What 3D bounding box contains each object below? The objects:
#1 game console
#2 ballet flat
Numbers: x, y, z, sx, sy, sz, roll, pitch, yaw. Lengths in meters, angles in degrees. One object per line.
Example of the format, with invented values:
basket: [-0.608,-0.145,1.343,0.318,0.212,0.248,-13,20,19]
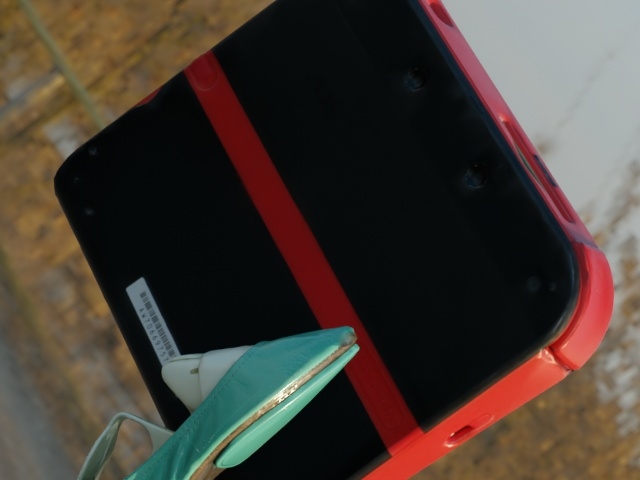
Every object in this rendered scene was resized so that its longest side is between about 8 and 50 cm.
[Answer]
game console: [0.000,0.000,1.401,0.060,0.342,0.386,31,26,-58]
ballet flat: [-0.086,0.125,1.191,0.087,0.247,0.083,44,3,10]
